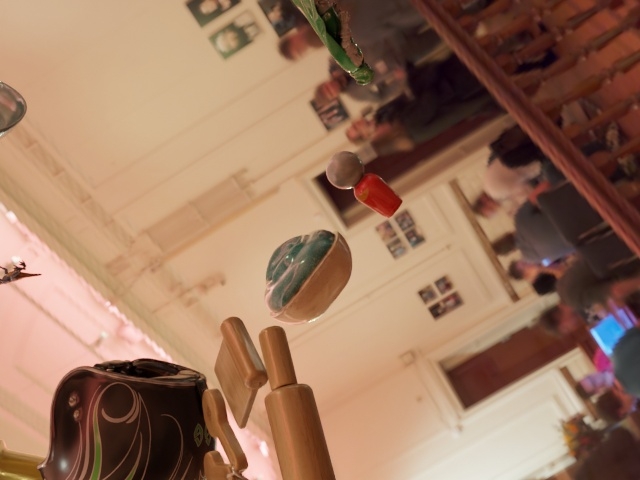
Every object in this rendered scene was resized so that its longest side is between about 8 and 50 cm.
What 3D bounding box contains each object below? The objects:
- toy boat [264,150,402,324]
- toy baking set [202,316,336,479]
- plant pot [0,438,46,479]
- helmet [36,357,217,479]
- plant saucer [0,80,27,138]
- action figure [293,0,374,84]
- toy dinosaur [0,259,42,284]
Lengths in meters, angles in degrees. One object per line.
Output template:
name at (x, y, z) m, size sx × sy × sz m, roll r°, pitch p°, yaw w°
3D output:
toy boat at (0.000, 0.000, 1.523) m, size 0.148 × 0.318 × 0.267 m, roll 38°, pitch 174°, yaw -5°
toy baking set at (-0.029, 0.179, 0.558) m, size 0.196 × 0.030 × 0.256 m, roll 120°, pitch 138°, yaw -54°
plant pot at (-0.392, 0.390, 1.148) m, size 0.254 × 0.239 × 0.253 m, roll -177°, pitch 90°, yaw -78°
helmet at (-0.187, 0.203, 0.848) m, size 0.169 × 0.170 × 0.161 m, roll 14°, pitch -95°, yaw -82°
plant saucer at (-0.573, -0.183, 1.193) m, size 0.317 × 0.318 × 0.043 m, roll -112°, pitch 31°, yaw -60°
action figure at (0.013, -0.338, 1.344) m, size 0.232 × 0.064 × 0.137 m, roll 53°, pitch -176°, yaw -25°
toy dinosaur at (-0.603, 0.076, 1.674) m, size 0.090 × 0.082 × 0.047 m, roll 36°, pitch -154°, yaw -16°
